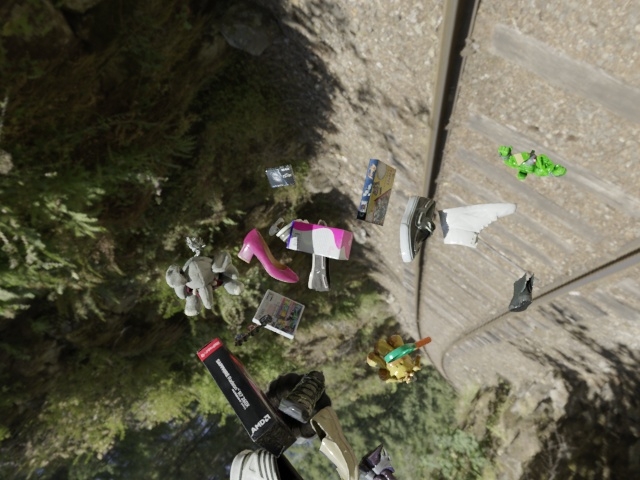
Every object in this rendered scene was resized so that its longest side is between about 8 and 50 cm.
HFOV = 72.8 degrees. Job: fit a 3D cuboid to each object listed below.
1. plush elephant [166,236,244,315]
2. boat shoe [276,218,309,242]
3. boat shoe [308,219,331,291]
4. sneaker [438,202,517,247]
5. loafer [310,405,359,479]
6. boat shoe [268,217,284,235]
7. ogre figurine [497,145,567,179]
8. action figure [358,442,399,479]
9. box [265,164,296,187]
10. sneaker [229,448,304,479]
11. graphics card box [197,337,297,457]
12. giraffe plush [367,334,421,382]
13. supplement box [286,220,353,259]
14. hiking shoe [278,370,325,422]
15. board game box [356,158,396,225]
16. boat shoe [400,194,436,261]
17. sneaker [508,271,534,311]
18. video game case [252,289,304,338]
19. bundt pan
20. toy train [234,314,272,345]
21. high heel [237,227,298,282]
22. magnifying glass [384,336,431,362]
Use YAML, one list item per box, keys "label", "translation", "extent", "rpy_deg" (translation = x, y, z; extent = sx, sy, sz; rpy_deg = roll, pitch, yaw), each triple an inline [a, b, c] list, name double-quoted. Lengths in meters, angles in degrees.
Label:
- label: "plush elephant"
  translation: [-0.470, 0.158, 1.742]
  extent: [0.255, 0.272, 0.329]
  rpy_deg: [-131, 23, -72]
- label: "boat shoe"
  translation: [-0.095, -0.027, 1.847]
  extent: [0.091, 0.109, 0.305]
  rpy_deg: [57, -166, 5]
- label: "boat shoe"
  translation: [0.017, 0.070, 1.860]
  extent: [0.096, 0.334, 0.112]
  rpy_deg: [12, -152, 10]
- label: "sneaker"
  translation: [0.621, -0.057, 1.697]
  extent: [0.108, 0.293, 0.169]
  rpy_deg: [-3, -94, -78]
- label: "loafer"
  translation: [0.043, 0.697, 1.454]
  extent: [0.268, 0.092, 0.101]
  rpy_deg: [60, 147, 38]
- label: "boat shoe"
  translation: [-0.204, -0.059, 2.024]
  extent: [0.035, 0.100, 0.035]
  rpy_deg: [32, -166, -38]
- label: "ogre figurine"
  translation: [0.660, -0.243, 1.370]
  extent: [0.197, 0.096, 0.118]
  rpy_deg: [4, 180, 17]
- label: "action figure"
  translation: [0.255, 0.813, 1.410]
  extent: [0.285, 0.099, 0.185]
  rpy_deg: [48, 147, 15]
- label: "box"
  translation: [-0.128, -0.208, 1.405]
  extent: [0.018, 0.084, 0.067]
  rpy_deg: [-82, -18, -50]
- label: "sneaker"
  translation: [-0.173, 0.905, 1.384]
  extent: [0.169, 0.258, 0.447]
  rpy_deg: [23, -129, -42]
- label: "graphics card box"
  translation: [-0.241, 0.508, 1.414]
  extent: [0.371, 0.094, 0.232]
  rpy_deg: [42, 162, 37]
- label: "giraffe plush"
  translation: [0.288, 0.470, 1.628]
  extent: [0.210, 0.181, 0.170]
  rpy_deg: [36, 180, 8]
- label: "supplement box"
  translation: [0.000, 0.000, 1.671]
  extent: [0.220, 0.111, 0.114]
  rpy_deg: [12, 180, 25]
- label: "hiking shoe"
  translation: [-0.040, 0.390, 1.123]
  extent: [0.086, 0.114, 0.227]
  rpy_deg: [25, 175, 8]
- label: "board game box"
  translation: [0.228, -0.189, 1.751]
  extent: [0.042, 0.243, 0.165]
  rpy_deg: [14, -179, 35]
- label: "boat shoe"
  translation: [0.382, -0.058, 1.669]
  extent: [0.119, 0.335, 0.121]
  rpy_deg: [0, 139, 23]
- label: "sneaker"
  translation: [0.661, 0.174, 1.429]
  extent: [0.051, 0.089, 0.170]
  rpy_deg: [3, 155, 4]
- label: "video game case"
  translation: [-0.177, 0.316, 1.880]
  extent: [0.184, 0.023, 0.201]
  rpy_deg: [25, -147, -2]
- label: "bundt pan"
  translation: [-0.113, 0.773, 1.971]
  extent: [0.331, 0.124, 0.330]
  rpy_deg: [17, -146, -12]
- label: "toy train"
  translation: [-0.233, 0.305, 1.486]
  extent: [0.036, 0.158, 0.027]
  rpy_deg: [46, 153, 17]
- label: "high heel"
  translation: [-0.165, 0.058, 1.552]
  extent: [0.244, 0.117, 0.082]
  rpy_deg: [30, -168, -9]
- label: "magnifying glass"
  translation: [0.304, 0.367, 1.480]
  extent: [0.231, 0.092, 0.026]
  rpy_deg: [-5, -126, -42]
